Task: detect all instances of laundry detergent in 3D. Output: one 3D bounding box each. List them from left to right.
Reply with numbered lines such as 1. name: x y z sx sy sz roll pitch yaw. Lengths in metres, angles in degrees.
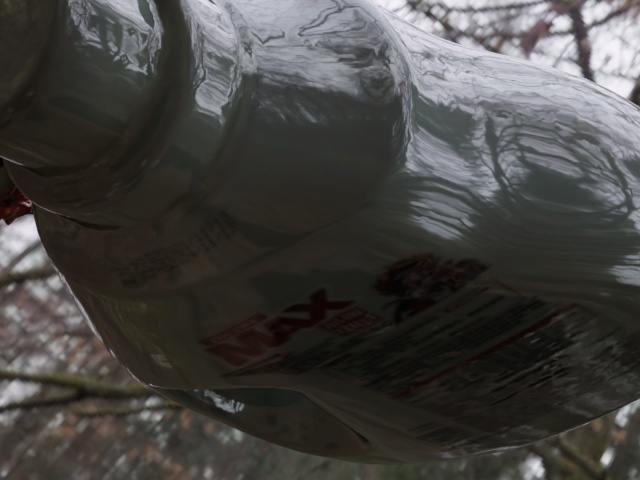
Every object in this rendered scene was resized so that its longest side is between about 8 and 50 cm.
1. laundry detergent: 0.000 0.000 0.530 0.264 0.124 0.398 -27 -29 26

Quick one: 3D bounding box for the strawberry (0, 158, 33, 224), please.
1. strawberry: -0.214 -0.084 0.675 0.167 0.208 0.087 6 -62 -13
